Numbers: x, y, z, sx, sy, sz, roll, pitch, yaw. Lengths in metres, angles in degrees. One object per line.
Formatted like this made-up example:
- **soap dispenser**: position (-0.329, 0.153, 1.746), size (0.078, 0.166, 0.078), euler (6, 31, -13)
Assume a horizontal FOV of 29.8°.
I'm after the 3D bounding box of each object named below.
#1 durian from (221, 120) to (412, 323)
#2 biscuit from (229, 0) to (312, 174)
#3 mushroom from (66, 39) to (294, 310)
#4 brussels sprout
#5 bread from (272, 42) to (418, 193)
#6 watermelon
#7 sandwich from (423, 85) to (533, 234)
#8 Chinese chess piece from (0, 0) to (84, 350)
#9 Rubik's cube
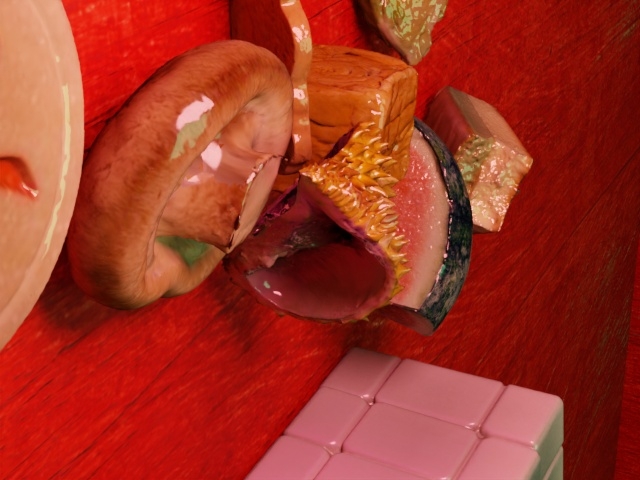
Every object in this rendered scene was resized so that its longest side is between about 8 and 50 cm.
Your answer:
- **durian**: position (0.013, -0.001, 1.196), size (0.154, 0.260, 0.186), euler (-37, 102, -32)
- **biscuit**: position (-0.049, -0.188, 1.189), size (0.040, 0.144, 0.236), euler (-14, 119, -33)
- **mushroom**: position (-0.122, -0.054, 1.080), size (0.278, 0.146, 0.278), euler (-55, 166, -21)
- **brussels sprout**: position (0.095, -0.311, 1.472), size (0.139, 0.100, 0.181), euler (-30, 129, -44)
- **bread**: position (0.017, -0.127, 1.324), size (0.149, 0.158, 0.143), euler (-44, 140, -58)
- **watermelon**: position (0.081, -0.030, 1.472), size (0.148, 0.226, 0.318), euler (154, -79, -85)
- **sandwich**: position (0.207, -0.122, 1.652), size (0.108, 0.186, 0.220), euler (24, 76, -20)
- **Chinese chess piece**: position (-0.285, -0.057, 0.713), size (0.338, 0.140, 0.338), euler (-40, 136, -53)
- **Rubik's cube**: position (0.119, 0.374, 1.562), size (0.316, 0.319, 0.322), euler (-48, 140, -45)
